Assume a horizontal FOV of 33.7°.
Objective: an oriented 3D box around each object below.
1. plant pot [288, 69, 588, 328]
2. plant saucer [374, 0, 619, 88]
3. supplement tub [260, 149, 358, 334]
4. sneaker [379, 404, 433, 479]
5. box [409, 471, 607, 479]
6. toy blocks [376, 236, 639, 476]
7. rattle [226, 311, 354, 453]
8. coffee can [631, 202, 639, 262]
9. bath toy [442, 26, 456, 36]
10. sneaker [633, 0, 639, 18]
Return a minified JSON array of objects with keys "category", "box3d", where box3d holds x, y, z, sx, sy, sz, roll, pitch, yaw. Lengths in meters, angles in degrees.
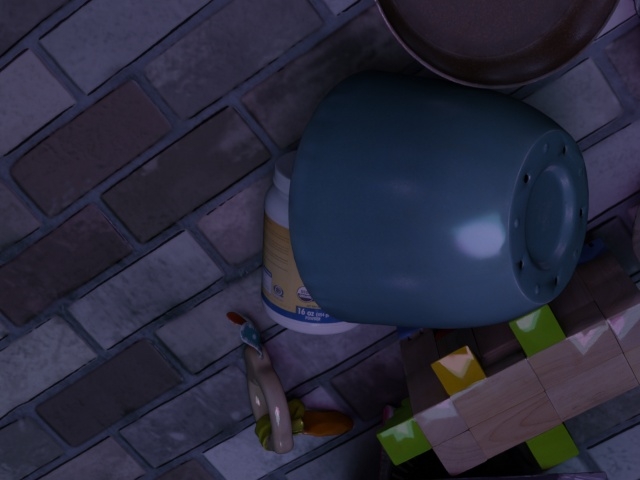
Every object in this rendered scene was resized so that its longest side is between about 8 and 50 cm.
[{"category":"plant pot","box3d":[0.146,-0.037,1.149,0.235,0.293,0.293,8,123,39]},{"category":"plant saucer","box3d":[0.181,-0.314,1.089,0.311,0.050,0.310,-5,106,-18]},{"category":"supplement tub","box3d":[0.000,0.000,1.308,0.144,0.144,0.199,5,118,3]},{"category":"sneaker","box3d":[0.122,0.310,1.502,0.075,0.063,0.170,3,116,3]},{"category":"box","box3d":[0.179,0.373,1.373,0.318,0.097,0.395,-4,160,0]},{"category":"toy blocks","box3d":[0.249,0.121,1.299,0.381,0.261,0.190,-28,109,10]},{"category":"rattle","box3d":[-0.039,0.182,1.450,0.143,0.130,0.199,-11,89,-1]},{"category":"coffee can","box3d":[0.531,0.019,1.220,0.275,0.201,0.201,32,115,-19]},{"category":"bath toy","box3d":[0.079,-0.347,1.135,0.151,0.129,0.348,-9,121,48]},{"category":"sneaker","box3d":[0.395,-0.254,1.154,0.112,0.131,0.296,-17,113,15]}]
